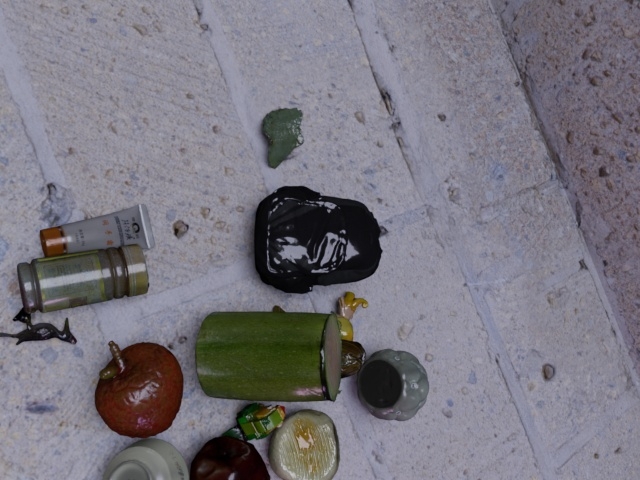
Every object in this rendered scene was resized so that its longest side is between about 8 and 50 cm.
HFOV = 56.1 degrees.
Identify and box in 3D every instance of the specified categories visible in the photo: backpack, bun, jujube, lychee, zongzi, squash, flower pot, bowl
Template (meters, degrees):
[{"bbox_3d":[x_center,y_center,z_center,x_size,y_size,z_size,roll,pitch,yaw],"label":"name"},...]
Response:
[{"bbox_3d":[0.000,0.000,1.986,0.446,0.255,0.363,4,77,-11],"label":"backpack"},{"bbox_3d":[-0.045,0.660,1.885,0.244,0.153,0.243,3,70,-7],"label":"bun"},{"bbox_3d":[-0.254,0.753,1.705,0.258,0.258,0.376,-9,84,-28],"label":"jujube"},{"bbox_3d":[-0.498,0.401,1.654,0.255,0.255,0.300,-41,135,-27],"label":"lychee"},{"bbox_3d":[-0.017,0.313,1.919,0.134,0.286,0.288,24,49,-64],"label":"zongzi"},{"bbox_3d":[-0.134,0.336,1.742,0.385,0.263,0.263,-3,77,18],"label":"squash"},{"bbox_3d":[0.243,0.484,2.014,0.195,0.246,0.246,23,67,-55],"label":"flower pot"},{"bbox_3d":[-0.485,0.655,1.615,0.238,0.126,0.237,-3,72,9],"label":"bowl"}]

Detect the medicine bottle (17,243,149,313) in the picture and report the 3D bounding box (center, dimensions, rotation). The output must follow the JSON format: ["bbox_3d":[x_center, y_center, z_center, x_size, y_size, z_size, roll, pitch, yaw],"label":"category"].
[{"bbox_3d":[-0.661,0.106,1.681,0.323,0.151,0.151,-10,84,-29],"label":"medicine bottle"}]

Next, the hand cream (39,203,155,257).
[{"bbox_3d":[-0.647,-0.011,1.763,0.314,0.089,0.139,-16,93,-35],"label":"hand cream"}]

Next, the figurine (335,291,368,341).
[{"bbox_3d":[0.070,0.286,2.039,0.156,0.131,0.246,51,50,-35],"label":"figurine"}]

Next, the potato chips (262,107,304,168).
[{"bbox_3d":[-0.134,-0.364,2.098,0.167,0.059,0.228,3,78,-36],"label":"potato chips"}]

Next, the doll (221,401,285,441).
[{"bbox_3d":[-0.191,0.551,1.823,0.134,0.186,0.106,-29,93,-57],"label":"doll"}]

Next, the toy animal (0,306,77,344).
[{"bbox_3d":[-0.775,0.250,1.661,0.202,0.070,0.105,20,85,-24],"label":"toy animal"}]
